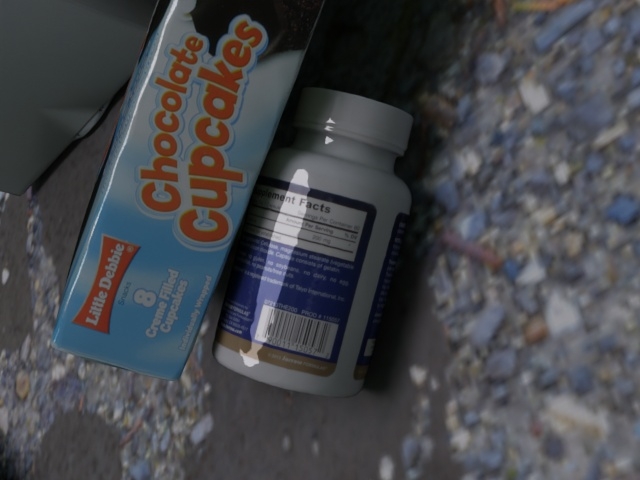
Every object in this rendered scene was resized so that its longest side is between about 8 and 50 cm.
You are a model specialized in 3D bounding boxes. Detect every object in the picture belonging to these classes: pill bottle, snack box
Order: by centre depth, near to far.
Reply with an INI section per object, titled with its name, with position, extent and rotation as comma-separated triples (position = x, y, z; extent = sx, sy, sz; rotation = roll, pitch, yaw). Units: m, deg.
[pill bottle]
position = 0.000, 0.000, 0.417
extent = 0.067, 0.067, 0.120
rotation = 17, 92, 52
[snack box]
position = -0.039, -0.118, 0.452
extent = 0.187, 0.060, 0.321
rotation = -124, 54, -73

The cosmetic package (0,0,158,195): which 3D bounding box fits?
[cosmetic package]
position = -0.310, -0.177, 0.598
extent = 0.217, 0.385, 0.156
rotation = -34, 55, 37
